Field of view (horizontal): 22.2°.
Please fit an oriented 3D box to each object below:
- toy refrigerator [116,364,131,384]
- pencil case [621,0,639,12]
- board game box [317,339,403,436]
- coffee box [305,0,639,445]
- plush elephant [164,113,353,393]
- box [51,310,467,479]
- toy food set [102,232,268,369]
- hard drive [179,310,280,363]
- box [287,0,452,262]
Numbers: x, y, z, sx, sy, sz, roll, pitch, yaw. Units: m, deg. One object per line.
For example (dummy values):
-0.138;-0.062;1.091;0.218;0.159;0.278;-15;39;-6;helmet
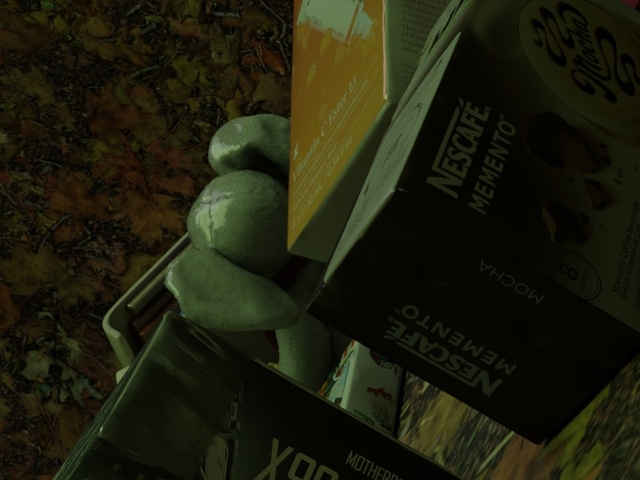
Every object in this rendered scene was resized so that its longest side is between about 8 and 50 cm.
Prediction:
-0.141;0.197;1.664;0.102;0.094;0.269;-24;21;-1;toy refrigerator
0.236;-0.203;1.302;0.209;0.095;0.098;-79;-12;-71;pencil case
-0.007;0.220;1.389;0.193;0.053;0.305;-57;6;21;board game box
0.125;-0.042;1.022;0.119;0.168;0.297;-54;7;43;coffee box
-0.042;0.036;1.623;0.330;0.255;0.272;-52;9;51;plush elephant
-0.033;0.183;0.851;0.076;0.242;0.307;-63;6;-34;box
-0.109;0.106;1.913;0.092;0.219;0.306;3;38;39;toy food set
0.000;0.000;1.810;0.318;0.210;0.040;-57;42;21;hard drive
0.087;-0.163;1.431;0.215;0.168;0.345;123;155;-47;box
